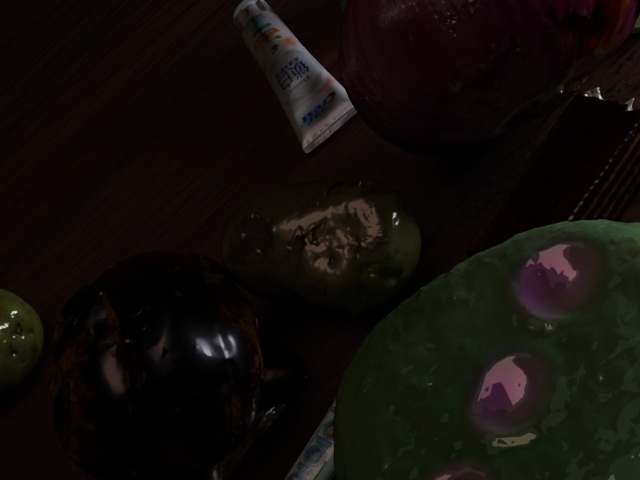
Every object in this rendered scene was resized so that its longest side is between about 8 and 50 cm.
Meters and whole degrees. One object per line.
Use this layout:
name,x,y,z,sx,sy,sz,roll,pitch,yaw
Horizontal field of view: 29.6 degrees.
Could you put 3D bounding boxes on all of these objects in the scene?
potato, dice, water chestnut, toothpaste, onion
potato,-0.511,0.162,1.711,0.228,0.148,0.197,-8,67,31
dice,0.218,0.203,0.957,0.322,0.318,0.330,-30,43,16
potato,0.000,0.000,1.427,0.262,0.165,0.165,5,61,38
water chestnut,-0.167,0.151,1.376,0.289,0.244,0.289,-19,55,29
toothpaste,-0.044,-0.245,1.738,0.100,0.066,0.323,-39,46,7
onion,0.166,-0.259,1.346,0.345,0.358,0.358,34,79,11
toothpaste,-0.019,0.266,1.309,0.062,0.039,0.239,21,69,42

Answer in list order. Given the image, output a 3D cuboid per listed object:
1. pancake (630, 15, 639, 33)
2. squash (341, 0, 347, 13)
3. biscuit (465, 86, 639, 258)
pancake,0.370,-0.296,1.473,0.116,0.022,0.129,-45,41,-5
squash,0.060,-0.366,1.739,0.105,0.105,0.132,-19,60,26
biscuit,0.269,-0.050,1.315,0.106,0.070,0.252,24,74,46
